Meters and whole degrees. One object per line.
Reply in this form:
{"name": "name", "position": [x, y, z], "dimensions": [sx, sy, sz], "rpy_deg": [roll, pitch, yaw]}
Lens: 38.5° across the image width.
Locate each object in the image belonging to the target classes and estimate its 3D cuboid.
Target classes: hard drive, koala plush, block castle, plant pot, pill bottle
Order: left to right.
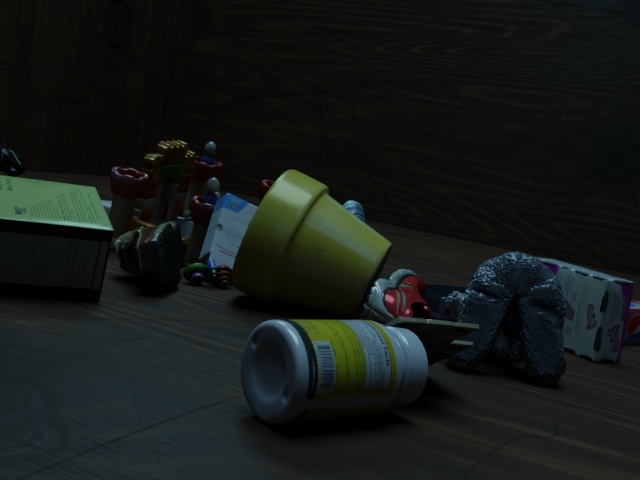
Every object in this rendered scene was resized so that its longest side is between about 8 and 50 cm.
{"name": "block castle", "position": [-0.284, -0.106, 2.216], "dimensions": [0.303, 0.212, 0.453], "rpy_deg": [20, 15, 17]}
{"name": "plant pot", "position": [-0.006, 0.027, 1.733], "dimensions": [0.239, 0.254, 0.254], "rpy_deg": [26, 9, 7]}
{"name": "pill bottle", "position": [0.021, 0.153, 1.091], "dimensions": [0.209, 0.119, 0.119], "rpy_deg": [5, 8, -39]}
{"name": "hard drive", "position": [0.316, 0.136, 1.957], "dimensions": [0.255, 0.054, 0.172], "rpy_deg": [6, 7, -28]}
{"name": "koala plush", "position": [0.308, 0.126, 1.542], "dimensions": [0.196, 0.203, 0.221], "rpy_deg": [10, -5, 3]}

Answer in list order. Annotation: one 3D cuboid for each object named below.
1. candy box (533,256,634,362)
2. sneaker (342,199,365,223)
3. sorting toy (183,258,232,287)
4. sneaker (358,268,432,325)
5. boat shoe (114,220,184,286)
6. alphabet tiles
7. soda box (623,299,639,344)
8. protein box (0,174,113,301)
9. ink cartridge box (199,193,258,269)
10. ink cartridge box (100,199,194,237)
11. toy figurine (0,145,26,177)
{"name": "candy box", "position": [0.491, 0.131, 1.790], "dimensions": [0.071, 0.159, 0.233], "rpy_deg": [5, 8, -28]}
{"name": "sneaker", "position": [0.000, 0.000, 2.029], "dimensions": [0.283, 0.122, 0.110], "rpy_deg": [-23, -41, 39]}
{"name": "sorting toy", "position": [-0.219, 0.072, 1.823], "dimensions": [0.102, 0.061, 0.042], "rpy_deg": [-1, 44, -21]}
{"name": "sneaker", "position": [0.158, 0.131, 1.723], "dimensions": [0.118, 0.107, 0.279], "rpy_deg": [30, 15, 15]}
{"name": "boat shoe", "position": [-0.335, 0.029, 1.775], "dimensions": [0.120, 0.122, 0.324], "rpy_deg": [-7, 2, -4]}
{"name": "alphabet tiles", "position": [0.107, 0.145, 1.267], "dimensions": [0.198, 0.009, 0.237], "rpy_deg": [8, -23, -21]}
{"name": "soda box", "position": [0.670, 0.176, 1.987], "dimensions": [0.263, 0.083, 0.092], "rpy_deg": [4, 8, -37]}
{"name": "protein box", "position": [-0.475, -0.006, 1.540], "dimensions": [0.201, 0.135, 0.200], "rpy_deg": [6, 21, -26]}
{"name": "ink cartridge box", "position": [-0.187, 0.005, 1.929], "dimensions": [0.104, 0.180, 0.060], "rpy_deg": [26, -27, -25]}
{"name": "ink cartridge box", "position": [-0.445, -0.055, 2.514], "dimensions": [0.296, 0.066, 0.261], "rpy_deg": [15, 9, 38]}
{"name": "toy figurine", "position": [-0.777, -0.125, 2.016], "dimensions": [0.213, 0.209, 0.148], "rpy_deg": [11, -5, 10]}
